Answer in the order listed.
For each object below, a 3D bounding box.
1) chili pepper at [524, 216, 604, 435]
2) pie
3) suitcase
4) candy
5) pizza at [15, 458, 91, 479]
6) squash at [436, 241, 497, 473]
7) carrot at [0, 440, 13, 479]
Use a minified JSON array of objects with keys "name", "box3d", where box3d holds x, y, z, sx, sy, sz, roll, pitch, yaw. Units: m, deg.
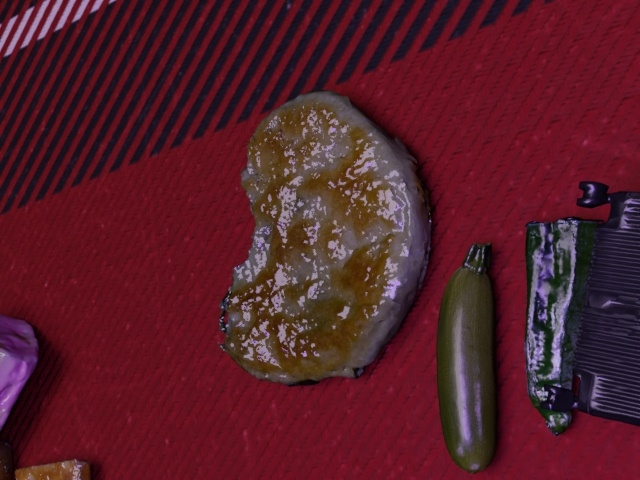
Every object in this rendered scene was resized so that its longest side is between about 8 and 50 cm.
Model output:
[{"name":"chili pepper","box3d":[0.253,0.091,1.145,0.088,0.059,0.226,-1,82,31]},{"name":"pie","box3d":[0.000,0.000,1.335,0.296,0.078,0.371,12,90,38]},{"name":"suitcase","box3d":[0.395,0.080,0.981,0.335,0.152,0.229,8,87,37]},{"name":"candy","box3d":[-0.531,0.236,1.620,0.265,0.116,0.155,-59,31,9]},{"name":"pizza","box3d":[-0.381,0.365,1.560,0.175,0.046,0.134,-52,58,16]},{"name":"squash","box3d":[0.160,0.127,1.200,0.066,0.066,0.252,-7,76,35]},{"name":"carrot","box3d":[-0.485,0.425,1.629,0.049,0.049,0.254,-4,82,36]}]
